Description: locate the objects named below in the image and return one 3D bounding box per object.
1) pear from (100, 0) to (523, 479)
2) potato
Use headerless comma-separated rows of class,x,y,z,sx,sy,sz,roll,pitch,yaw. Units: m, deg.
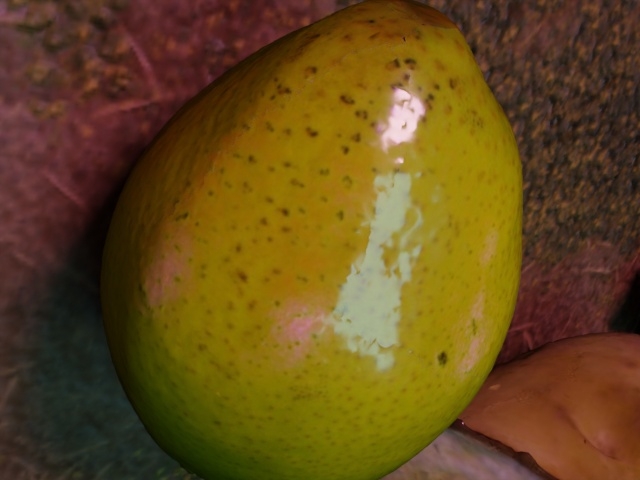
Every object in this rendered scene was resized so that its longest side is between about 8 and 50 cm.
pear,0.000,0.000,0.398,0.188,0.187,0.219,-4,126,-38
potato,0.181,0.209,0.679,0.289,0.301,0.237,-47,171,33
